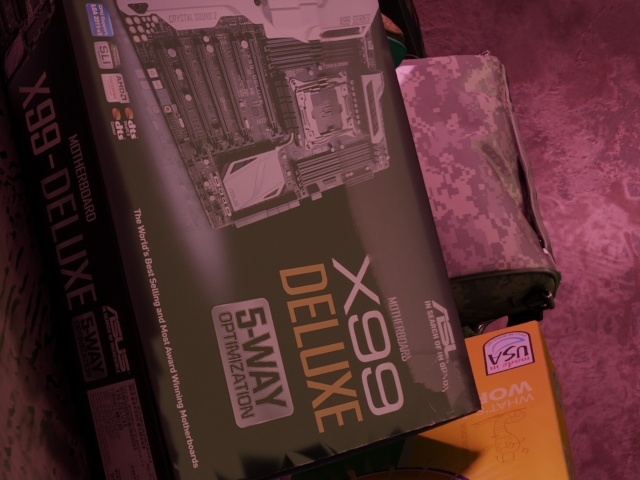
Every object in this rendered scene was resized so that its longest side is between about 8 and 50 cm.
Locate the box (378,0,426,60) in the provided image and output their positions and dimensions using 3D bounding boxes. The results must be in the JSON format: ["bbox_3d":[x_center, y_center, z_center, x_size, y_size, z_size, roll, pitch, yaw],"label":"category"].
[{"bbox_3d":[0.020,-0.264,1.544,0.270,0.165,0.143,62,17,-51],"label":"box"}]

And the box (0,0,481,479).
[{"bbox_3d":[-0.043,-0.020,0.773,0.242,0.076,0.307,-8,82,-44],"label":"box"}]

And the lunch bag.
[{"bbox_3d":[0.110,-0.044,1.466,0.212,0.256,0.305,51,27,-66],"label":"lunch bag"}]

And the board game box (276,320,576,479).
[{"bbox_3d":[0.043,0.185,0.821,0.316,0.242,0.064,-86,158,-62],"label":"board game box"}]

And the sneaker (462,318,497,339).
[{"bbox_3d":[0.167,0.094,1.783,0.410,0.182,0.158,-86,159,-61],"label":"sneaker"}]

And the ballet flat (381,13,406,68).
[{"bbox_3d":[0.010,-0.194,1.195,0.067,0.073,0.206,45,10,23],"label":"ballet flat"}]
